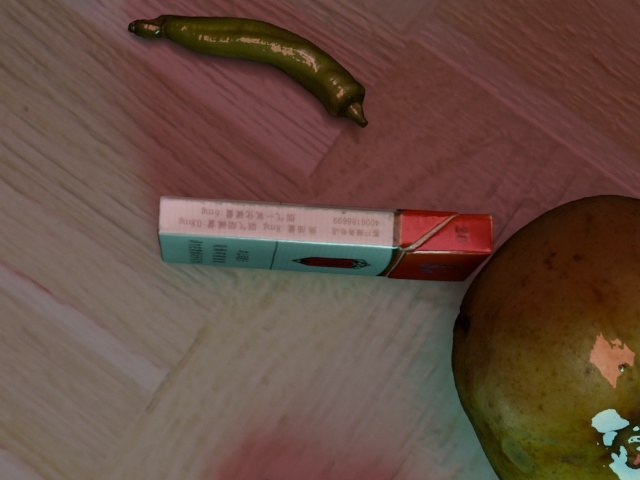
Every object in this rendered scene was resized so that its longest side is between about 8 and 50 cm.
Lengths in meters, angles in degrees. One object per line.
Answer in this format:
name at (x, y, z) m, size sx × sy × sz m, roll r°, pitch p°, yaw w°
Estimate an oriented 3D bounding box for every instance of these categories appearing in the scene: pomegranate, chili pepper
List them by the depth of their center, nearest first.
pomegranate at (0.220, 0.095, 1.211) m, size 0.260 × 0.260 × 0.260 m, roll 1°, pitch 81°, yaw -4°
chili pepper at (-0.049, -0.151, 1.332) m, size 0.208 × 0.043 × 0.049 m, roll 24°, pitch 106°, yaw 5°

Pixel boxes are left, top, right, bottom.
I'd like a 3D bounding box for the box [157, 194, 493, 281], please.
box at (0.000, 0.000, 1.261) m, size 0.245 × 0.139 × 0.035 m, roll 5°, pitch 79°, yaw -4°
